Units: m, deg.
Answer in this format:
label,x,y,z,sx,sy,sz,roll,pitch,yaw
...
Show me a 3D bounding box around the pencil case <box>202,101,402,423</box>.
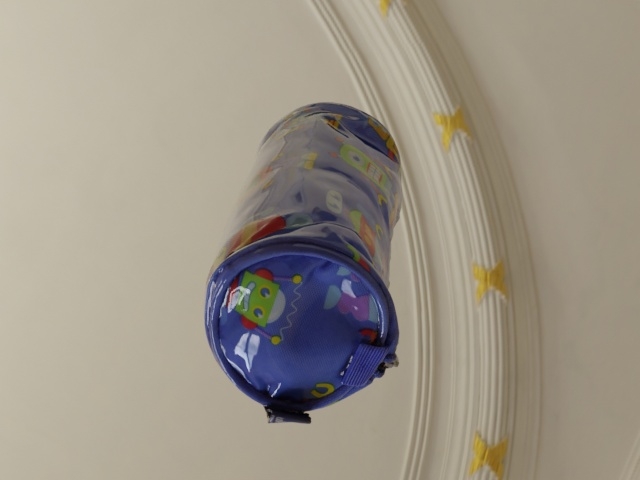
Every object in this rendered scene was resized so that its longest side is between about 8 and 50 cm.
label,x,y,z,sx,sy,sz,roll,pitch,yaw
pencil case,0.000,0.000,0.779,0.133,0.306,0.119,33,-67,-11
